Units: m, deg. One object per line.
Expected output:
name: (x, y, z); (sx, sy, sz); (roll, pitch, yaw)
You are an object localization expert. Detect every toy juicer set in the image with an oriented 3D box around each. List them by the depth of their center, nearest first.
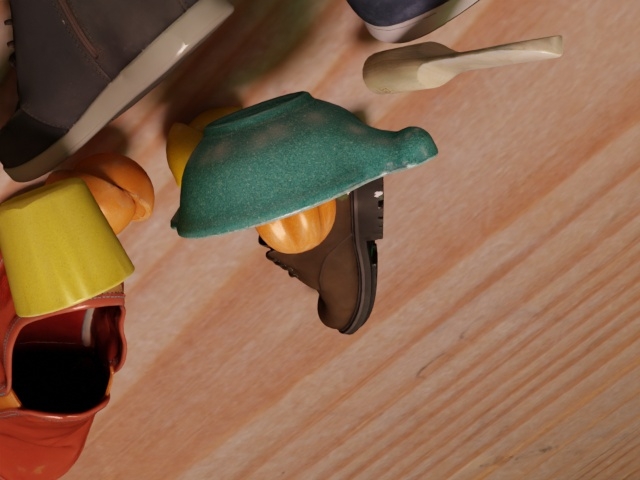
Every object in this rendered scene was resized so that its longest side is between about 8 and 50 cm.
toy juicer set: (-0.025, -0.043, 0.695); (0.329, 0.209, 0.090); (-20, 102, -1)

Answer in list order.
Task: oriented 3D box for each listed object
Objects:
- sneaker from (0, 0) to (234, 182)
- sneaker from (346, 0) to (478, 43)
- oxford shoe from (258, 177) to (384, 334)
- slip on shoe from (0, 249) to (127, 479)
sneaker: (-0.147, -0.121, 0.637); (0.222, 0.118, 0.083); (-29, -166, 46)
sneaker: (0.087, -0.219, 0.639); (0.226, 0.086, 0.163); (-35, 147, 14)
oxford shoe: (0.000, 0.000, 0.891); (0.096, 0.083, 0.227); (-3, 143, 0)
slip on shoe: (-0.209, 0.104, 0.853); (0.123, 0.101, 0.331); (-8, 143, -28)
